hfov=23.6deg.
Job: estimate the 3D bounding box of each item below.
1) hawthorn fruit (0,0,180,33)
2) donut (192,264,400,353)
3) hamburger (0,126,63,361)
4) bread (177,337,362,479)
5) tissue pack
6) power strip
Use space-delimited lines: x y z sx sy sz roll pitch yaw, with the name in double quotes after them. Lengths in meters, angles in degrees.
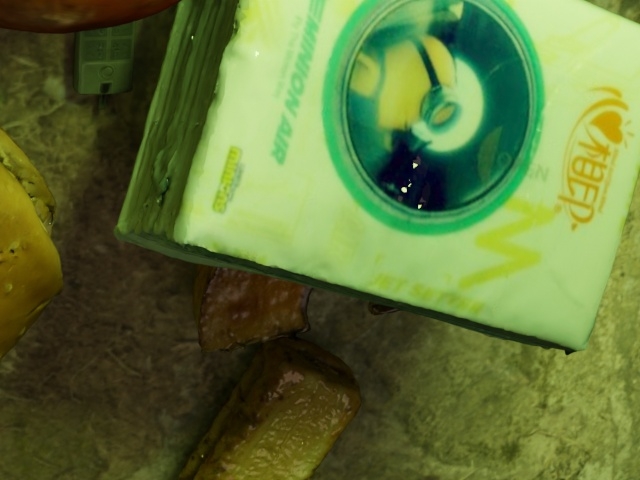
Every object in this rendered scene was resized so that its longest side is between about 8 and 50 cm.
-0.172 -0.266 1.004 0.284 0.284 0.284 -11 121 -19 "hawthorn fruit"
0.005 -0.005 1.334 0.259 0.101 0.152 -9 120 -19 "donut"
-0.350 0.019 1.150 0.304 0.174 0.284 -44 138 12 "hamburger"
-0.053 0.190 1.428 0.114 0.083 0.211 27 104 -28 "bread"
0.064 -0.087 1.196 0.388 0.162 0.287 15 91 -30 "tissue pack"
-0.170 -0.166 1.213 0.051 0.019 0.136 -5 119 -24 "power strip"
